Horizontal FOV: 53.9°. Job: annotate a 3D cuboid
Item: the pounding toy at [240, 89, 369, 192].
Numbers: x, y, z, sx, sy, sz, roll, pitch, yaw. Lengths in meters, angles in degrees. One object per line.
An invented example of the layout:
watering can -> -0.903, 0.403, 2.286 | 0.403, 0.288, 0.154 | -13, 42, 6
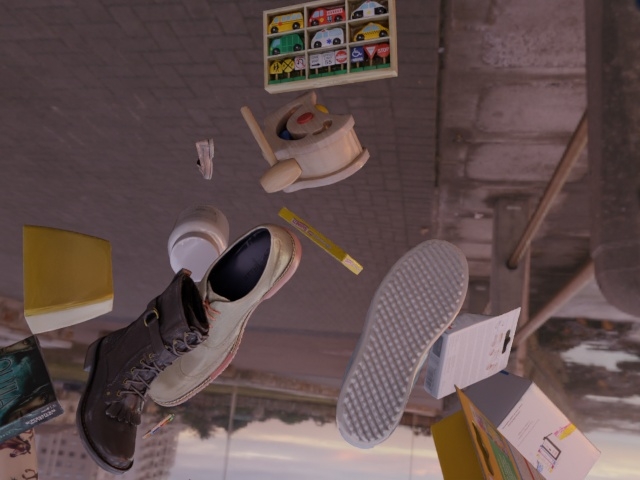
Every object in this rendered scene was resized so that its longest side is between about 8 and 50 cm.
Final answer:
pounding toy -> -0.024, -0.180, 0.999 | 0.154, 0.269, 0.154 | -21, 123, 11

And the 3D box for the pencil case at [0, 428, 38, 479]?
pencil case -> -0.700, 0.561, 1.374 | 0.184, 0.409, 0.160 | -32, 155, 35

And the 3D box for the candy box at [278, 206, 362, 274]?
candy box -> 0.000, 0.000, 1.423 | 0.206, 0.027, 0.105 | 37, -179, 30

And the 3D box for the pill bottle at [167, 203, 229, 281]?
pill bottle -> -0.276, 0.006, 1.426 | 0.131, 0.131, 0.229 | 9, -163, -9

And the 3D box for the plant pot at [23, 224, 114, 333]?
plant pot -> -0.592, 0.091, 1.493 | 0.187, 0.212, 0.212 | -3, 162, -20

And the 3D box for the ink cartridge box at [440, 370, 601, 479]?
ink cartridge box -> 0.411, 0.407, 1.298 | 0.232, 0.168, 0.171 | 45, 168, -13

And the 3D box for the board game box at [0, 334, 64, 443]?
board game box -> -0.430, 0.204, 0.852 | 0.126, 0.026, 0.186 | -24, -148, -23

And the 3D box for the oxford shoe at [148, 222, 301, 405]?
oxford shoe -> -0.197, 0.123, 1.117 | 0.141, 0.396, 0.146 | 35, 179, 16

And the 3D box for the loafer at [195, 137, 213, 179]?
loafer -> -0.264, -0.184, 1.420 | 0.039, 0.045, 0.125 | -4, 147, -16

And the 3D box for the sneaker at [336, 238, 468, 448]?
sneaker -> 0.120, 0.164, 1.040 | 0.135, 0.365, 0.150 | 31, 162, 5

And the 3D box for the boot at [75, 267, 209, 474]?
boot -> -0.260, 0.190, 0.955 | 0.229, 0.262, 0.091 | -35, 140, 19

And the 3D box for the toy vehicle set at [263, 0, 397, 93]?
toy vehicle set -> 0.017, -0.391, 1.245 | 0.267, 0.165, 0.035 | -4, 174, 17

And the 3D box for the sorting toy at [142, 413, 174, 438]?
sorting toy -> -0.343, 0.397, 1.365 | 0.083, 0.012, 0.062 | -34, 173, -46

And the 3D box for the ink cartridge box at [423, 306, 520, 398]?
ink cartridge box -> 0.272, 0.191, 1.130 | 0.180, 0.145, 0.045 | -16, -147, -32

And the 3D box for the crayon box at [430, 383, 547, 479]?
crayon box -> 0.270, 0.385, 0.916 | 0.083, 0.203, 0.323 | -34, 118, 17
